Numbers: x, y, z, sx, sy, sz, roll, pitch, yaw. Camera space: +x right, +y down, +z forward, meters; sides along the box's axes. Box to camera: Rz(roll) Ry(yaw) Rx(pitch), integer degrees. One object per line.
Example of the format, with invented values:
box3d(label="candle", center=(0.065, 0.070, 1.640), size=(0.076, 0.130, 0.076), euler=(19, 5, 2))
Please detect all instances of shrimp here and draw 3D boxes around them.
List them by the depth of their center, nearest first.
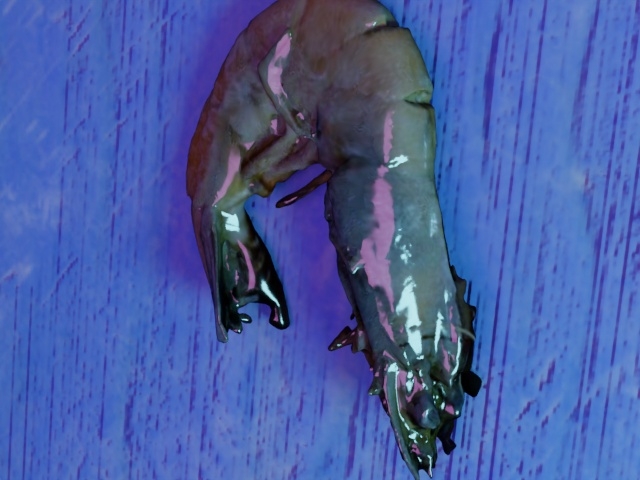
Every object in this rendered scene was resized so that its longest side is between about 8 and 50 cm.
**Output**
box3d(label="shrimp", center=(-0.005, 0.001, 0.962), size=(0.178, 0.075, 0.289), euler=(-8, 98, 34))
